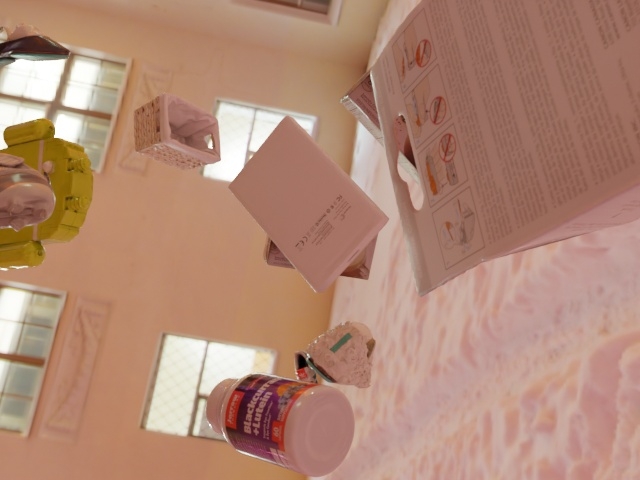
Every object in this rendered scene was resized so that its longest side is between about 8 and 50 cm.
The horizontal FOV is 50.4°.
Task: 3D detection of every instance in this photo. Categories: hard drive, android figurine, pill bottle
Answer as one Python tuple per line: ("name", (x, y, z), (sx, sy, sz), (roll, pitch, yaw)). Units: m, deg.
("hard drive", (-0.032, -0.076, 1.361), (0.203, 0.307, 0.040), (-48, -24, 17))
("android figurine", (-0.471, -0.076, 1.109), (0.056, 0.272, 0.248), (17, -108, -58))
("pill bottle", (-0.060, 0.227, 0.870), (0.193, 0.108, 0.108), (-2, 74, 46))

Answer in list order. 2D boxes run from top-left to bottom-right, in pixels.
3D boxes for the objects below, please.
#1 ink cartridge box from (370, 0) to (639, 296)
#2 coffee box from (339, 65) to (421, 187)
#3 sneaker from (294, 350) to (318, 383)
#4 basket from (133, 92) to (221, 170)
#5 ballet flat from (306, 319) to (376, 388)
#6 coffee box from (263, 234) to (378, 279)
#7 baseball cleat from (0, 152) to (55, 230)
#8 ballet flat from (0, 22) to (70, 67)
("ink cartridge box", (0.195, -0.141, 0.663), (0.385, 0.091, 0.308), (138, 126, -58))
("coffee box", (0.207, -0.265, 1.499), (0.168, 0.297, 0.119), (-44, 10, -1))
("sneaker", (-0.033, 0.330, 1.574), (0.075, 0.057, 0.161), (47, -153, -57))
("basket", (-0.304, -0.223, 1.443), (0.167, 0.103, 0.113), (18, -119, -55))
("ballet flat", (0.066, 0.242, 1.457), (0.409, 0.147, 0.147), (62, -143, -78))
("coffee box", (0.000, 0.000, 1.604), (0.098, 0.246, 0.141), (-130, 51, -75))
("baseball cleat", (-0.415, -0.050, 0.773), (0.109, 0.206, 0.072), (59, 139, 40))
("ballet flat", (-0.531, -0.340, 1.180), (0.074, 0.203, 0.074), (-3, -90, -73))
